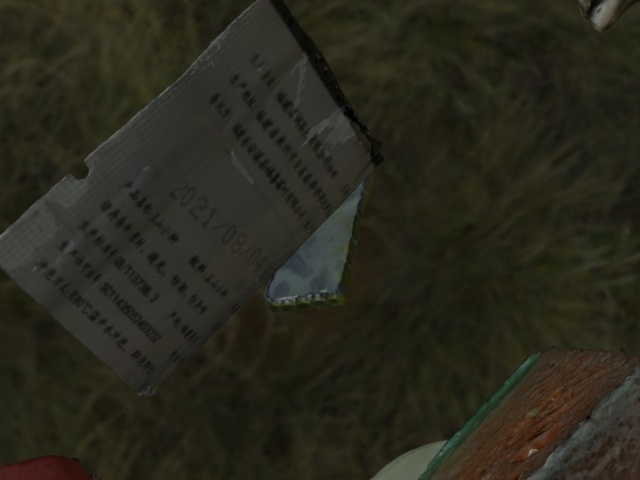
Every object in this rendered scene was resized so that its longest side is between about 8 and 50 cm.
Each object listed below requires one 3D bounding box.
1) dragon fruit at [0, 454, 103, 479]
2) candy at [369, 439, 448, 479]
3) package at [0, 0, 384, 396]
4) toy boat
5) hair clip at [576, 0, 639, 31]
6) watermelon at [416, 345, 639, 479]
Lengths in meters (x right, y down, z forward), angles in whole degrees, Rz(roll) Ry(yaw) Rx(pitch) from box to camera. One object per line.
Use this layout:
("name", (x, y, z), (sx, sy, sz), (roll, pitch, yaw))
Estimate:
("dragon fruit", (-0.314, 0.392, 1.803), (0.305, 0.305, 0.226), (-15, 55, -33))
("candy", (0.106, 0.403, 1.716), (0.186, 0.386, 0.427), (31, 55, -38))
("package", (-0.059, -0.013, 0.967), (0.062, 0.251, 0.204), (41, 84, 21))
("toy boat", (0.000, 0.000, 1.233), (0.016, 0.063, 0.115), (54, 40, -41))
("hair clip", (0.170, -0.212, 0.697), (0.084, 0.292, 0.106), (5, 26, -13))
("watermelon", (0.125, 0.131, 0.879), (0.140, 0.257, 0.193), (36, 72, 4))
